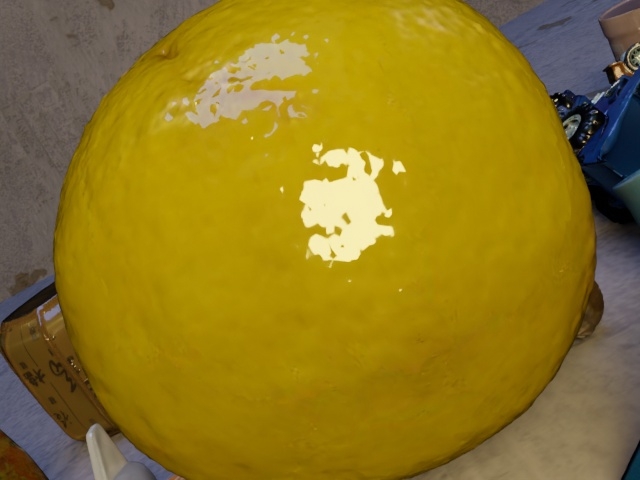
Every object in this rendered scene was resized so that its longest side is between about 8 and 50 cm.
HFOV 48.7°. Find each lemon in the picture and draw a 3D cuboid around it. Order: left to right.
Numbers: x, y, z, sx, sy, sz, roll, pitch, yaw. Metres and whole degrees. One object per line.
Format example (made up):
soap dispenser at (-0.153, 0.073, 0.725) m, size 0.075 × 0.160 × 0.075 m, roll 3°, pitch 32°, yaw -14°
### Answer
lemon at (0.000, 0.000, 0.462) m, size 0.348 × 0.348 × 0.348 m, roll -27°, pitch 16°, yaw 8°

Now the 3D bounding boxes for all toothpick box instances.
toothpick box at (0.411, -0.223, 0.857) m, size 0.098 × 0.149 × 0.098 m, roll -27°, pitch 16°, yaw 8°

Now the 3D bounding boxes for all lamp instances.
lamp at (-0.284, 0.140, 0.857) m, size 0.161 × 0.185 × 0.161 m, roll -29°, pitch 16°, yaw 9°

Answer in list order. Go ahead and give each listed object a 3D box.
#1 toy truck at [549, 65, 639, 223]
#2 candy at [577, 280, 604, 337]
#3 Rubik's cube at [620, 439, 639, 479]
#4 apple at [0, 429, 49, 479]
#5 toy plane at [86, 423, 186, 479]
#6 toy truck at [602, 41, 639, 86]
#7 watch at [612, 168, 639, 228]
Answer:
toy truck at (0.287, -0.093, 0.678) m, size 0.126 × 0.113 × 0.208 m, roll -52°, pitch 15°, yaw 13°
candy at (0.167, 0.042, 0.575) m, size 0.110 × 0.085 × 0.095 m, roll -32°, pitch 23°, yaw 28°
Rubik's cube at (0.200, 0.032, 0.269) m, size 0.284 × 0.234 × 0.250 m, roll -40°, pitch 18°, yaw -32°
apple at (-0.363, 0.267, 0.604) m, size 0.226 × 0.246 × 0.246 m, roll -49°, pitch 17°, yaw -1°
toy plane at (-0.153, 0.229, 0.478) m, size 0.245 × 0.117 × 0.244 m, roll -25°, pitch 15°, yaw 7°
toy truck at (0.408, -0.172, 0.755) m, size 0.178 × 0.115 × 0.080 m, roll -17°, pitch 3°, yaw 20°
watch at (0.320, -0.056, 0.495) m, size 0.211 × 0.211 × 0.193 m, roll -36°, pitch -5°, yaw -24°
